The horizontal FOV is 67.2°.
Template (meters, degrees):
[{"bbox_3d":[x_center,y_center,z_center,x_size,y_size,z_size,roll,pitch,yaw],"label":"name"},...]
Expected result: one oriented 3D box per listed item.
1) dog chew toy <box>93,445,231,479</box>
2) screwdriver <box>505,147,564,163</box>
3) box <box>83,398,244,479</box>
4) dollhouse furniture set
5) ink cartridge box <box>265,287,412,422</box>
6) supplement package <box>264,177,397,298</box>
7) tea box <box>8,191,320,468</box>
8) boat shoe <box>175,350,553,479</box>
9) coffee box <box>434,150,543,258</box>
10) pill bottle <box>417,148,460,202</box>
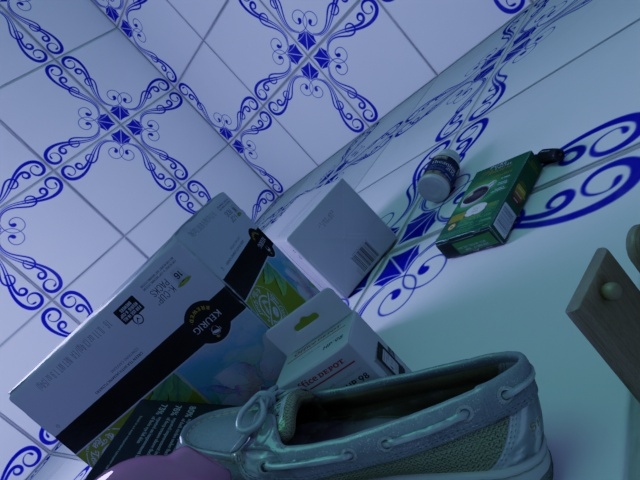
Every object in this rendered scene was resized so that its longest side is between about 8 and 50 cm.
[{"bbox_3d":[-0.160,0.295,0.295,0.332,0.206,0.206,-59,18,-25],"label":"dog chew toy"},{"bbox_3d":[0.350,-0.140,0.801,0.170,0.024,0.025,-114,41,-79],"label":"screwdriver"},{"bbox_3d":[-0.114,0.256,0.498,0.153,0.206,0.108,-79,-6,-77],"label":"box"},{"bbox_3d":[0.267,0.027,0.276,0.144,0.123,0.151,-50,14,-24],"label":"dollhouse furniture set"},{"bbox_3d":[0.028,0.149,0.498,0.104,0.180,0.060,-39,12,23],"label":"ink cartridge box"},{"bbox_3d":[0.000,0.000,1.082,0.177,0.175,0.293,-48,13,-14],"label":"supplement package"},{"bbox_3d":[-0.162,0.173,0.685,0.329,0.323,0.220,-41,12,15],"label":"tea box"},{"bbox_3d":[0.017,0.156,0.407,0.320,0.103,0.118,-9,9,21],"label":"boat shoe"},{"bbox_3d":[0.264,-0.056,0.750,0.184,0.040,0.113,-52,15,-31],"label":"coffee box"},{"bbox_3d":[0.250,-0.139,0.998,0.067,0.067,0.120,-30,19,48],"label":"pill bottle"}]
